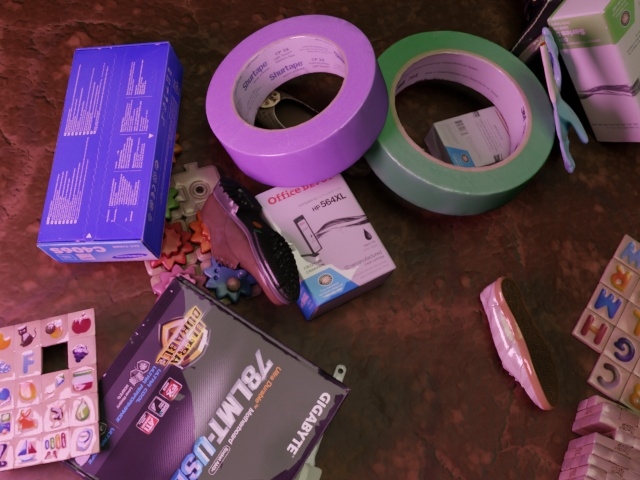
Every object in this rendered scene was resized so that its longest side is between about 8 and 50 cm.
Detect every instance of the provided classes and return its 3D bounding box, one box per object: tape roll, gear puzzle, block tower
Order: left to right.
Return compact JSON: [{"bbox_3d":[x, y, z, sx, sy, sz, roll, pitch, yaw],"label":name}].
[{"bbox_3d":[-0.213,-0.049,1.213,0.176,0.044,0.338,-16,71,-17],"label":"gear puzzle"},{"bbox_3d":[-0.036,-0.221,1.205,0.275,0.090,0.274,-10,58,16],"label":"tape roll"},{"bbox_3d":[0.222,-0.199,1.278,0.321,0.077,0.321,4,65,-8],"label":"tape roll"},{"bbox_3d":[0.395,0.395,1.120,0.097,0.091,0.335,24,65,0],"label":"block tower"}]

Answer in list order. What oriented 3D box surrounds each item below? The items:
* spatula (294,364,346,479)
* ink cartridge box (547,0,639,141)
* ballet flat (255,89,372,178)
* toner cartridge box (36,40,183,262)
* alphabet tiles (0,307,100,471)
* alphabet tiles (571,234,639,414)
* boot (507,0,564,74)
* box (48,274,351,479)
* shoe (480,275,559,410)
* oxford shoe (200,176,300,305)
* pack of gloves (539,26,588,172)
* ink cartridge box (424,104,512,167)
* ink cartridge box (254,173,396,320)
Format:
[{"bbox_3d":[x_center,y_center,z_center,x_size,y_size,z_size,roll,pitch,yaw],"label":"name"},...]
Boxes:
[{"bbox_3d":[-0.063,0.269,1.123,0.168,0.019,0.242,21,65,-1],"label":"spatula"},{"bbox_3d":[0.541,-0.338,1.370,0.198,0.115,0.272,-49,123,-24],"label":"ink cartridge box"},{"bbox_3d":[-0.015,-0.191,1.304,0.250,0.058,0.084,35,65,5],"label":"ballet flat"},{"bbox_3d":[-0.317,-0.140,1.190,0.165,0.075,0.347,-2,66,11],"label":"toner cartridge box"},{"bbox_3d":[-0.412,0.208,1.040,0.237,0.009,0.198,-12,67,6],"label":"alphabet tiles"},{"bbox_3d":[0.594,0.151,1.305,0.285,0.011,0.342,35,66,4],"label":"alphabet tiles"},{"bbox_3d":[0.390,-0.504,1.475,0.284,0.138,0.377,37,73,10],"label":"boot"},{"bbox_3d":[-0.159,0.248,1.056,0.293,0.073,0.295,33,76,6],"label":"box"},{"bbox_3d":[0.316,0.166,1.226,0.077,0.058,0.219,-4,69,-46],"label":"shoe"},{"bbox_3d":[-0.106,0.018,1.139,0.083,0.096,0.227,11,38,-52],"label":"oxford shoe"},{"bbox_3d":[0.413,-0.240,1.291,0.046,0.232,0.195,-10,23,22],"label":"pack of gloves"},{"bbox_3d":[0.288,-0.171,1.354,0.180,0.060,0.104,-17,71,-17],"label":"ink cartridge box"},{"bbox_3d":[0.000,0.000,1.212,0.148,0.086,0.203,-25,75,-19],"label":"ink cartridge box"}]
